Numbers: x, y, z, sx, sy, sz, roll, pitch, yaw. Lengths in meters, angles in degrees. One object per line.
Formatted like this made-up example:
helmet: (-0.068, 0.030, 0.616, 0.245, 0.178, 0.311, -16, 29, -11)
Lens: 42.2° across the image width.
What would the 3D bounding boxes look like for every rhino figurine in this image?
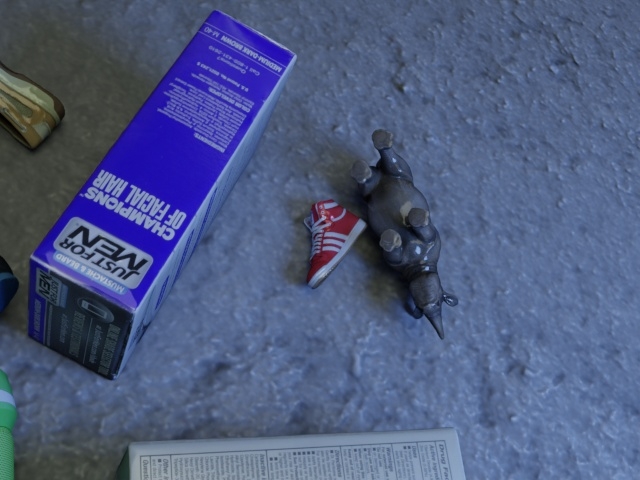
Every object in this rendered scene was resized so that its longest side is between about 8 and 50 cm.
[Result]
rhino figurine: (0.101, -0.001, 0.956, 0.073, 0.106, 0.243, -22, 70, 6)

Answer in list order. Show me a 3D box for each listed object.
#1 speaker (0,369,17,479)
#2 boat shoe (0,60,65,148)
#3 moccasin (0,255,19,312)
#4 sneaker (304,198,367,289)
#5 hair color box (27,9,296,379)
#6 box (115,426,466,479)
speaker: (-0.304, 0.253, 0.656, 0.131, 0.131, 0.297, 0, 64, -20)
boat shoe: (-0.375, -0.166, 0.893, 0.190, 0.068, 0.072, 31, 69, -2)
moccasin: (-0.431, 0.084, 0.697, 0.342, 0.138, 0.117, -31, 73, -31)
sneaker: (0.000, 0.000, 0.950, 0.067, 0.042, 0.118, 39, 50, -1)
hair color box: (-0.157, -0.049, 0.836, 0.110, 0.185, 0.339, 28, 57, -4)
box: (-0.024, 0.259, 0.757, 0.311, 0.121, 0.148, 3, 62, -18)
